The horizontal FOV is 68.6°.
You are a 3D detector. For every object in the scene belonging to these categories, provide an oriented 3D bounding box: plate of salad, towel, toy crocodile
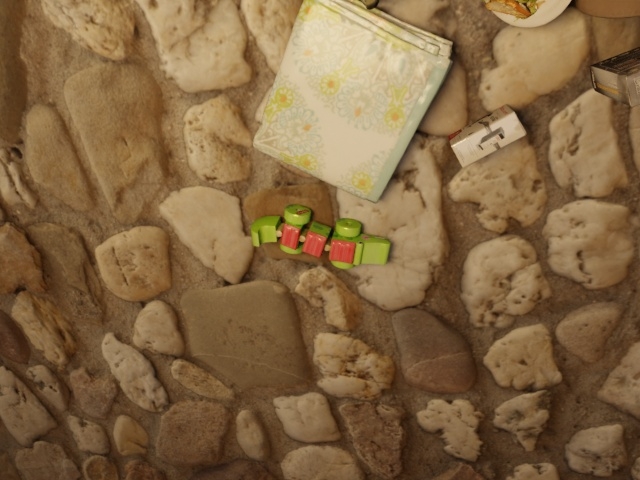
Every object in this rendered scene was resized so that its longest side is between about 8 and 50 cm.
[{"bbox_3d":[0.346,-0.465,0.813,0.048,0.200,0.200,-37,109,-18],"label":"plate of salad"},{"bbox_3d":[0.060,-0.297,0.999,0.321,0.090,0.374,26,118,1],"label":"towel"},{"bbox_3d":[0.000,0.000,1.144,0.341,0.105,0.115,14,118,3],"label":"toy crocodile"}]

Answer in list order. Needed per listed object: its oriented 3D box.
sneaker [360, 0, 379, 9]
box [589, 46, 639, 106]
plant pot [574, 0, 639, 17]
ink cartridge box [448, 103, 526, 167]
[{"bbox_3d":[-0.071,-0.539,0.851,0.410,0.158,0.182,41,102,-2],"label":"sneaker"},{"bbox_3d":[0.627,-0.317,0.819,0.231,0.183,0.056,-19,111,18],"label":"box"},{"bbox_3d":[0.506,-0.494,0.740,0.263,0.263,0.229,-5,132,13],"label":"plant pot"},{"bbox_3d":[0.341,-0.218,0.972,0.135,0.099,0.056,-28,107,21],"label":"ink cartridge box"}]
